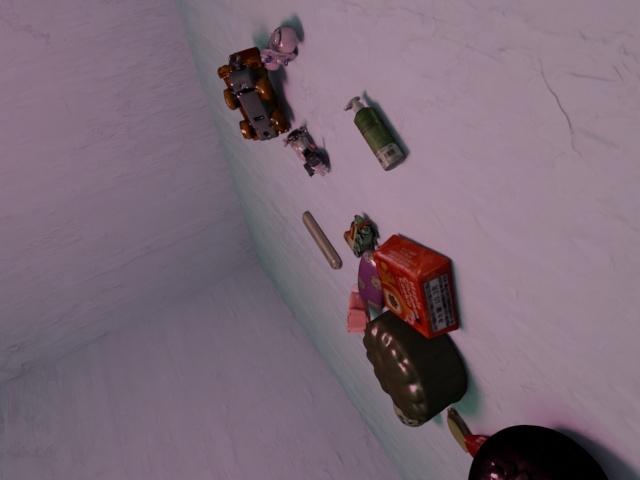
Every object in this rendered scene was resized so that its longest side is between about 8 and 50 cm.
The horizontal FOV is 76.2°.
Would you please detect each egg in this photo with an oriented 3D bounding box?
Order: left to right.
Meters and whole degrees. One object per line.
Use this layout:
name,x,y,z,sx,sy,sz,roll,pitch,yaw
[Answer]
egg,0.347,0.623,1.562,0.181,0.141,0.141,67,163,-15

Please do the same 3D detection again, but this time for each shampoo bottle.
shampoo bottle,0.132,-0.272,1.022,0.204,0.065,0.065,60,163,11

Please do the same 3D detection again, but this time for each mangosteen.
mangosteen,0.480,0.552,0.885,0.297,0.313,0.297,-8,79,47

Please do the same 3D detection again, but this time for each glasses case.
glasses case,0.188,0.144,1.428,0.123,0.076,0.316,43,157,27

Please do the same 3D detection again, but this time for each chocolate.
chocolate,0.263,0.129,1.151,0.235,0.108,0.237,34,145,55

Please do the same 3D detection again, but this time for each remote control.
remote control,0.000,0.000,1.845,0.309,0.038,0.090,57,163,23

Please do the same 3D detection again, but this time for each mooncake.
mooncake,0.286,0.395,1.324,0.356,0.194,0.356,52,159,29

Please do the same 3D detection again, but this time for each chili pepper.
chili pepper,0.511,0.645,1.208,0.144,0.136,0.252,17,169,1

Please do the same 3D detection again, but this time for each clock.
clock,0.157,0.271,1.641,0.162,0.093,0.166,-80,-9,-47

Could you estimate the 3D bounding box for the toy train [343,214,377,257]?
toy train,0.132,-0.016,1.386,0.118,0.074,0.176,59,165,27

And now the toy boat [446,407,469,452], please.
toy boat,0.472,0.642,1.383,0.047,0.049,0.149,-44,68,40

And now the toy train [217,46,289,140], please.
toy train,-0.242,-0.540,1.501,0.369,0.163,0.231,64,-161,-53

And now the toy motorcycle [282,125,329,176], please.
toy motorcycle,-0.054,-0.319,1.460,0.221,0.102,0.150,55,-178,36

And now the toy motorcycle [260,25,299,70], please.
toy motorcycle,-0.131,-0.610,1.276,0.112,0.112,0.254,68,164,-13
